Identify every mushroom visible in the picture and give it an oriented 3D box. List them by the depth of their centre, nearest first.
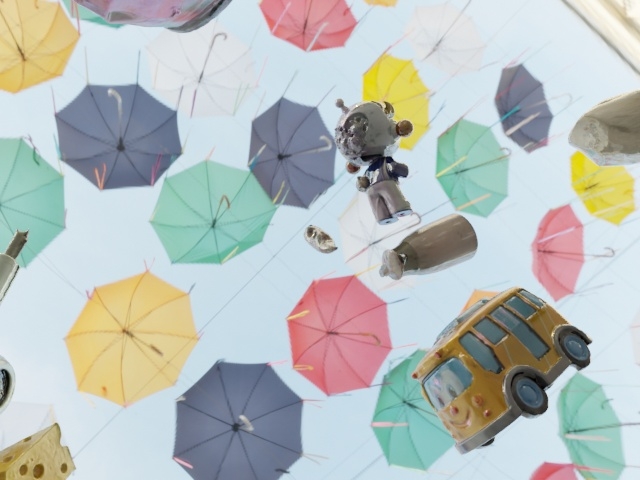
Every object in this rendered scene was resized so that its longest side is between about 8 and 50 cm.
[{"bbox_3d":[0.424,-0.144,0.707,0.212,0.088,0.097,-6,-67,5],"label":"mushroom"}]

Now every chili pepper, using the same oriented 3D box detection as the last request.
[{"bbox_3d":[0.001,0.000,1.319,0.050,0.153,0.041,-49,-51,-1],"label":"chili pepper"}]

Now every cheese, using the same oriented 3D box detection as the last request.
[{"bbox_3d":[-0.440,0.353,0.820,0.171,0.126,0.093,-33,-69,-51],"label":"cheese"}]

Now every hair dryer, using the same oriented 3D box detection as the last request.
[{"bbox_3d":[-0.562,0.117,0.941,0.173,0.108,0.357,7,-124,4],"label":"hair dryer"}]

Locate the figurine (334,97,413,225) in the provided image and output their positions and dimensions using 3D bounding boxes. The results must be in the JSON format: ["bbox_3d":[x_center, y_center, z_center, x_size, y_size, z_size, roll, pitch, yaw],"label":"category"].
[{"bbox_3d":[0.108,-0.169,1.211,0.133,0.193,0.275,-3,-88,-40],"label":"figurine"}]

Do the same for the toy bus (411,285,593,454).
[{"bbox_3d":[0.210,0.145,0.672,0.209,0.126,0.136,-26,-113,-37],"label":"toy bus"}]

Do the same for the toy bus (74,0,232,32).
[{"bbox_3d":[-0.187,-0.305,0.427,0.303,0.127,0.147,56,-149,-3],"label":"toy bus"}]

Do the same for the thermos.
[{"bbox_3d":[0.210,0.029,1.161,0.193,0.137,0.105,-21,-100,-25],"label":"thermos"}]
